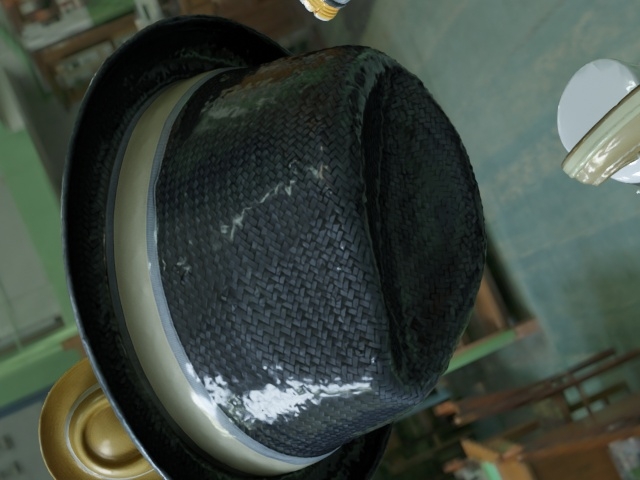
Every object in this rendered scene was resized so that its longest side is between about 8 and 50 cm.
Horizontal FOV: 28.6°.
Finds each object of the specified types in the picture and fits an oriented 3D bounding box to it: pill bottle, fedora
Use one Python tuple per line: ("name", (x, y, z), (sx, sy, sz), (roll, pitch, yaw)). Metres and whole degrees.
("pill bottle", (0.458, -0.147, 1.681), (0.161, 0.283, 0.161), (-13, 73, 50))
("fedora", (0.000, 0.000, 0.762), (0.334, 0.152, 0.334), (25, -125, -42))
("fedora", (-0.214, 0.208, 1.393), (0.194, 0.194, 0.079), (66, 167, -1))

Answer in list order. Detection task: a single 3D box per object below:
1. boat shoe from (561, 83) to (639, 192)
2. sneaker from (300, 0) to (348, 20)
("boat shoe", (0.336, -0.121, 1.053), (0.089, 0.285, 0.104), (57, -177, 5))
("sneaker", (-0.025, -0.332, 1.284), (0.215, 0.083, 0.084), (51, -158, -22))
